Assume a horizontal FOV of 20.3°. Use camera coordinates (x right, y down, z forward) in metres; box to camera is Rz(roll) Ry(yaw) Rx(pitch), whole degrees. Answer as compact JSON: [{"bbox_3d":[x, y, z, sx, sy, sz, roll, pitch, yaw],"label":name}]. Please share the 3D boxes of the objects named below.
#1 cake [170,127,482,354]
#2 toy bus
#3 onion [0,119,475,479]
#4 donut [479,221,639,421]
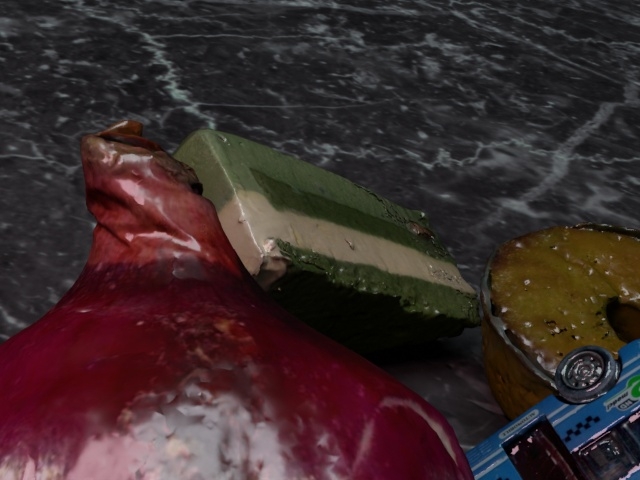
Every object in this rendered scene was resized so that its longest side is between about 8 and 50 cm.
[{"bbox_3d":[0.005,0.001,1.422,0.283,0.172,0.158,-8,54,-21],"label":"cake"},{"bbox_3d":[0.148,0.181,1.131,0.246,0.113,0.134,-35,40,4],"label":"toy bus"},{"bbox_3d":[-0.085,0.119,0.985,0.348,0.385,0.348,-6,-8,-1],"label":"onion"},{"bbox_3d":[0.251,0.102,1.459,0.272,0.107,0.272,7,33,-5],"label":"donut"}]
